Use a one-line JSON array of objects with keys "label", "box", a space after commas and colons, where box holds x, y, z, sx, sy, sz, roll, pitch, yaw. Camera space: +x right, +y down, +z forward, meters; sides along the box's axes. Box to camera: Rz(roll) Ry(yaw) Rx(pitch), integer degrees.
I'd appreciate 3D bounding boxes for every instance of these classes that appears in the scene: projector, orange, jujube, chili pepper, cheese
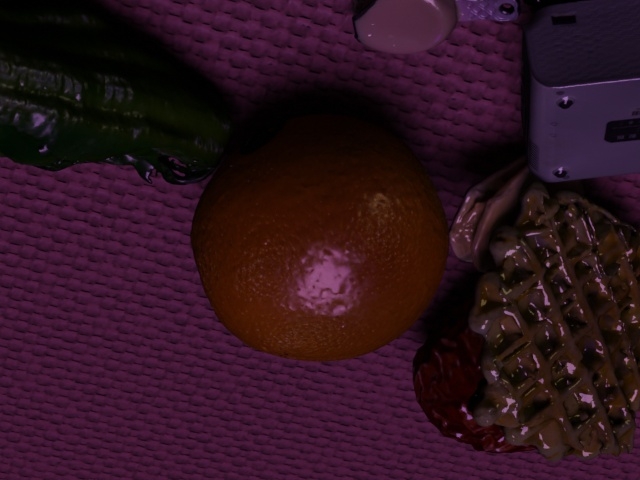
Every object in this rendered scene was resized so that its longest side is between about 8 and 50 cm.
[{"label": "projector", "box": [0.332, -0.152, 1.321, 0.250, 0.108, 0.198, -7, 154, 4]}, {"label": "orange", "box": [0.000, 0.000, 1.389, 0.274, 0.274, 0.274, -1, 135, -1]}, {"label": "jujube", "box": [0.235, 0.154, 1.603, 0.213, 0.213, 0.232, 26, 127, -25]}, {"label": "chili pepper", "box": [-0.276, -0.154, 1.300, 0.385, 0.213, 0.168, 13, 91, -41]}, {"label": "cheese", "box": [0.109, -0.234, 1.291, 0.171, 0.048, 0.092, -13, 139, 29]}]

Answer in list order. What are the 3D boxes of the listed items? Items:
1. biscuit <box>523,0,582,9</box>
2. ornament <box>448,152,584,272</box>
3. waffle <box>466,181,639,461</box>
[{"label": "biscuit", "box": [0.250, -0.299, 1.245, 0.194, 0.053, 0.195, 0, 135, 0]}, {"label": "ornament", "box": [0.240, -0.042, 1.462, 0.201, 0.059, 0.180, 13, 102, -48]}, {"label": "waffle", "box": [0.284, 0.098, 1.444, 0.317, 0.297, 0.073, 20, 171, -38]}]
